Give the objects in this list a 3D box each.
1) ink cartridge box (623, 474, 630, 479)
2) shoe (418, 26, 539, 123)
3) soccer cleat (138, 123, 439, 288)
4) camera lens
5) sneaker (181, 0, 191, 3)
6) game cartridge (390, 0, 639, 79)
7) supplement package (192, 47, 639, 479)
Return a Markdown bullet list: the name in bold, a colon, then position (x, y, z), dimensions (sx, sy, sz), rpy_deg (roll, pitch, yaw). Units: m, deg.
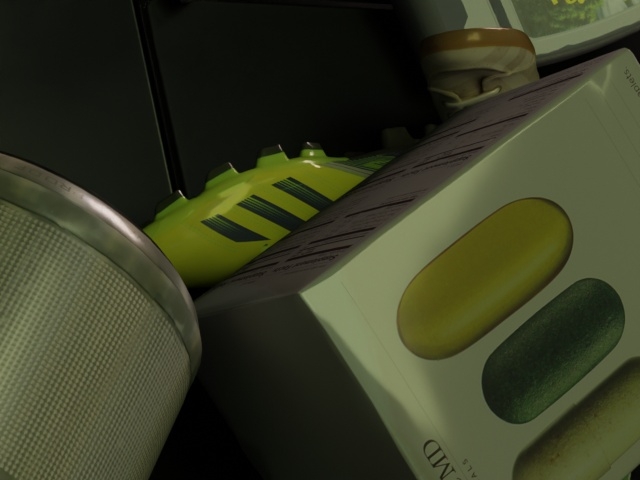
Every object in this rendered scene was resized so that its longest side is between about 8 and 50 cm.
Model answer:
- **ink cartridge box**: position (0.144, 0.141, 1.137), dimensions (0.209, 0.062, 0.109), rpy_deg (26, 60, -23)
- **shoe**: position (0.125, -0.104, 1.163), dimensions (0.219, 0.077, 0.058), rpy_deg (26, 55, -70)
- **soccer cleat**: position (0.001, -0.001, 1.080), dimensions (0.289, 0.093, 0.121), rpy_deg (-14, 79, -38)
- **camera lens**: position (-0.199, 0.105, 0.819), dimensions (0.219, 0.219, 0.274), rpy_deg (35, 55, -18)
- **sneaker**: position (-0.068, -0.234, 1.157), dimensions (0.061, 0.054, 0.152), rpy_deg (46, 53, -6)
- **game cartridge**: position (0.188, -0.243, 1.240), dimensions (0.294, 0.060, 0.196), rpy_deg (-24, 95, -7)
- **supplement package**: position (0.091, 0.051, 0.963), dimensions (0.263, 0.198, 0.199), rpy_deg (-36, 99, -26)
